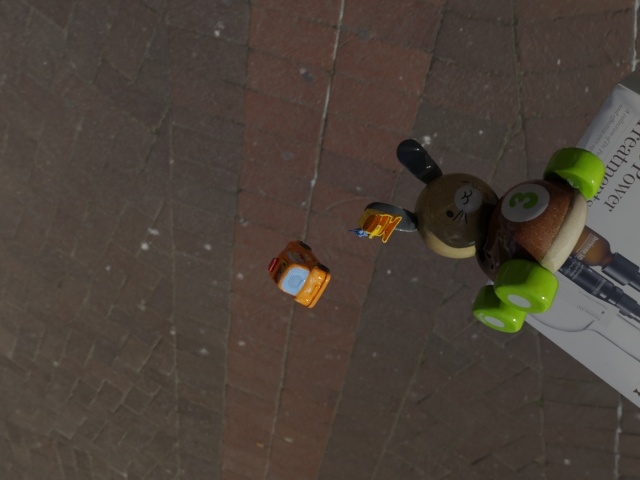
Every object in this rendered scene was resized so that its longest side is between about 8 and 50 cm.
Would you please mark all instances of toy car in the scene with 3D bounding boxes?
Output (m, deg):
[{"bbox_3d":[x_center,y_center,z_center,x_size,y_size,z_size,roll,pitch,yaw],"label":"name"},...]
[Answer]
[{"bbox_3d":[0.146,-0.028,0.609,0.188,0.155,0.149,27,160,9],"label":"toy car"},{"bbox_3d":[0.000,0.000,0.474,0.041,0.060,0.122,14,131,-39],"label":"toy car"}]

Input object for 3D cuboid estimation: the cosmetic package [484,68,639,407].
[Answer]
[{"bbox_3d":[0.429,0.011,0.833,0.284,0.097,0.377,38,134,20],"label":"cosmetic package"}]
